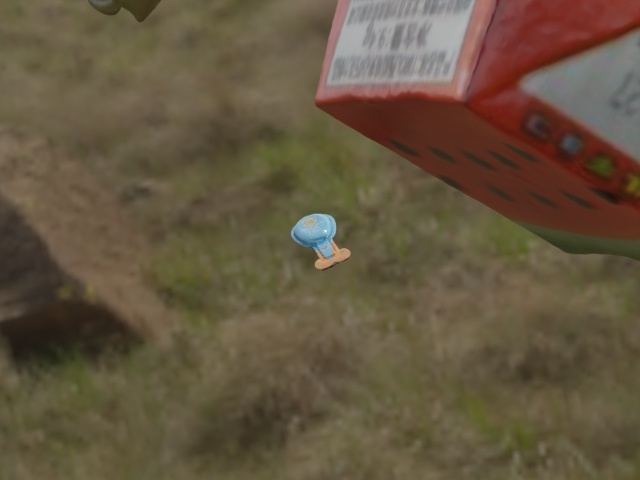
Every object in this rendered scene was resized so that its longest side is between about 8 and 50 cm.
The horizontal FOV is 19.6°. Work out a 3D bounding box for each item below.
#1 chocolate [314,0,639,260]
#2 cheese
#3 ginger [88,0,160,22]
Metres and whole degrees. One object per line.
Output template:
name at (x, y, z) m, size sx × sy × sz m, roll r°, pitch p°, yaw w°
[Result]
chocolate at (0.198, -0.112, 1.541) m, size 0.341 × 0.161 × 0.360 m, roll 29°, pitch -8°, yaw -21°
cheese at (0.000, -0.001, 1.886) m, size 0.047 × 0.017 × 0.111 m, roll -26°, pitch 31°, yaw -3°
ginger at (-0.218, -0.252, 1.080) m, size 0.358 × 0.211 × 0.413 m, roll -4°, pitch 56°, yaw -31°
